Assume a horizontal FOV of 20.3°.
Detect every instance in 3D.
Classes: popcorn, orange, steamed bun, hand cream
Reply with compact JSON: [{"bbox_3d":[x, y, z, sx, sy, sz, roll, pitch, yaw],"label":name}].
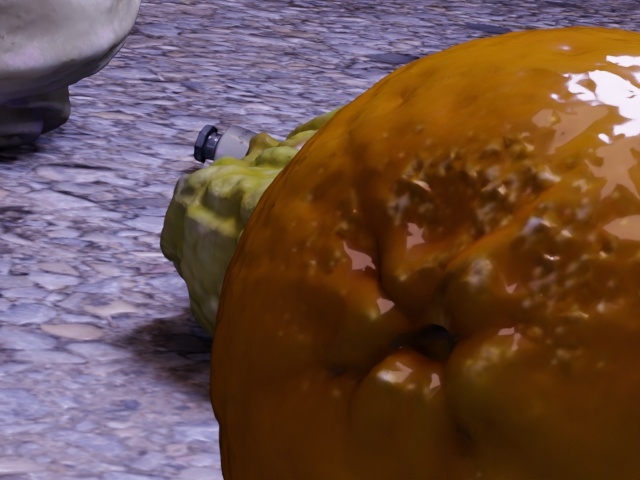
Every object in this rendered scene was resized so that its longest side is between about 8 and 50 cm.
[{"bbox_3d":[0.000,0.000,1.260,0.225,0.174,0.286,-3,19,-10],"label":"popcorn"},{"bbox_3d":[0.105,0.062,0.832,0.340,0.340,0.293,20,-6,33],"label":"orange"},{"bbox_3d":[-0.320,-0.194,1.631,0.346,0.237,0.394,-21,2,-15],"label":"steamed bun"},{"bbox_3d":[-0.005,-0.053,1.626,0.234,0.050,0.080,20,17,15],"label":"hand cream"}]
